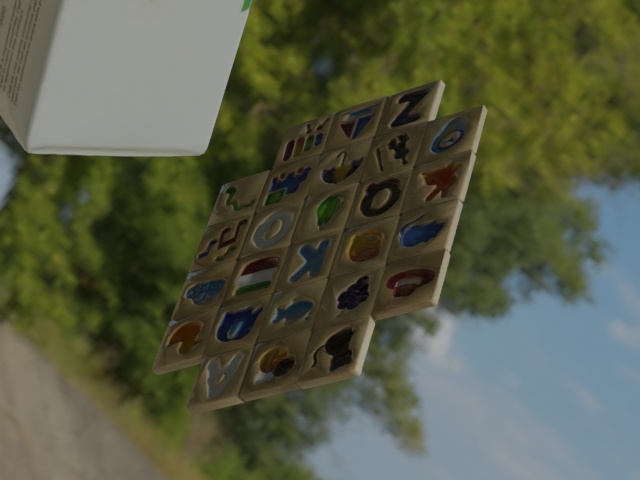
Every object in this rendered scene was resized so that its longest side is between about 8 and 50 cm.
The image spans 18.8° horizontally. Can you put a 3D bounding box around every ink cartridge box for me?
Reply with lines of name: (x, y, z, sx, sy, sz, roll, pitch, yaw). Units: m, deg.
ink cartridge box: (-0.108, -0.150, 0.815, 0.087, 0.153, 0.208, 0, 33, -33)

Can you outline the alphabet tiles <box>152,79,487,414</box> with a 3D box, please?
alphabet tiles: (0.000, 0.000, 1.637, 0.285, 0.342, 0.011, -16, -51, 32)
